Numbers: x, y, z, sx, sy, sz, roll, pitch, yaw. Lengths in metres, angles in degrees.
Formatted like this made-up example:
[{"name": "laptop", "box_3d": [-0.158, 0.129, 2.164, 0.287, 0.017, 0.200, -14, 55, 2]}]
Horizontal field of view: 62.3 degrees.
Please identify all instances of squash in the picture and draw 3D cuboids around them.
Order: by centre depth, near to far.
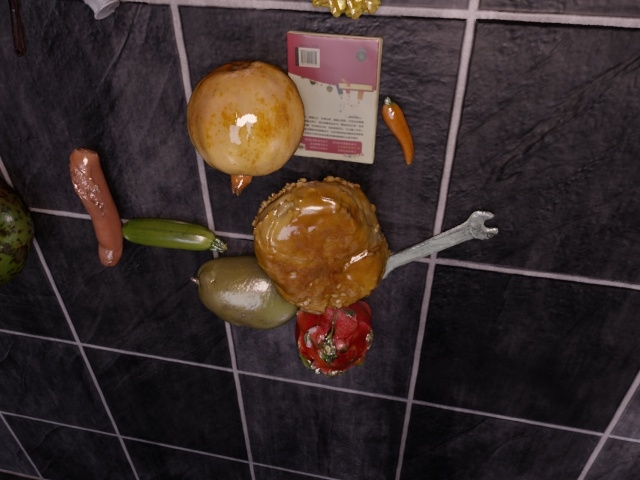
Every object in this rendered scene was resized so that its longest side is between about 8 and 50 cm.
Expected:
[{"name": "squash", "box_3d": [-0.336, -0.015, 1.200, 0.251, 0.066, 0.066, 6, 129, 9]}]

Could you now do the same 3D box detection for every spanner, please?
[{"name": "spanner", "box_3d": [0.223, 0.014, 1.100, 0.301, 0.018, 0.071, -24, 117, 29]}]

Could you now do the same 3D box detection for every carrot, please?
[{"name": "carrot", "box_3d": [0.143, -0.195, 0.950, 0.035, 0.035, 0.142, -14, 127, 25]}]

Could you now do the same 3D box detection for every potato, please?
[{"name": "potato", "box_3d": [-0.169, 0.111, 1.199, 0.251, 0.159, 0.175, 11, 104, -8]}]

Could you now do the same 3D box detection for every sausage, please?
[{"name": "sausage", "box_3d": [-0.496, -0.068, 1.192, 0.078, 0.078, 0.305, 6, 128, 11]}]

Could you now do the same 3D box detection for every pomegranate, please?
[{"name": "pomegranate", "box_3d": [-0.126, -0.207, 0.912, 0.206, 0.207, 0.207, 7, 129, 9]}, {"name": "pomegranate", "box_3d": [-0.830, -0.026, 1.226, 0.340, 0.285, 0.285, 4, 134, 46]}]

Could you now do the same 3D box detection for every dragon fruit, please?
[{"name": "dragon fruit", "box_3d": [0.016, 0.234, 1.212, 0.198, 0.200, 0.269, 34, 130, 2]}]

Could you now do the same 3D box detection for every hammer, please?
[{"name": "hammer", "box_3d": [-0.558, -0.416, 0.971, 0.065, 0.021, 0.178, 19, 130, -1]}]

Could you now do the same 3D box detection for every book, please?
[{"name": "book", "box_3d": [0.023, -0.249, 0.944, 0.162, 0.022, 0.232, 9, 129, 11]}]

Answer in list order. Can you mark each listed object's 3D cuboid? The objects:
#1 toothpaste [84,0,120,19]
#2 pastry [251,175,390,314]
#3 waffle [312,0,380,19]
[{"name": "toothpaste", "box_3d": [-0.428, -0.481, 0.871, 0.089, 0.057, 0.234, -29, 105, 29]}, {"name": "pastry", "box_3d": [0.000, 0.000, 1.054, 0.254, 0.162, 0.311, -20, 130, 1]}, {"name": "waffle", "box_3d": [0.034, -0.433, 0.779, 0.148, 0.051, 0.194, 16, 125, 2]}]
